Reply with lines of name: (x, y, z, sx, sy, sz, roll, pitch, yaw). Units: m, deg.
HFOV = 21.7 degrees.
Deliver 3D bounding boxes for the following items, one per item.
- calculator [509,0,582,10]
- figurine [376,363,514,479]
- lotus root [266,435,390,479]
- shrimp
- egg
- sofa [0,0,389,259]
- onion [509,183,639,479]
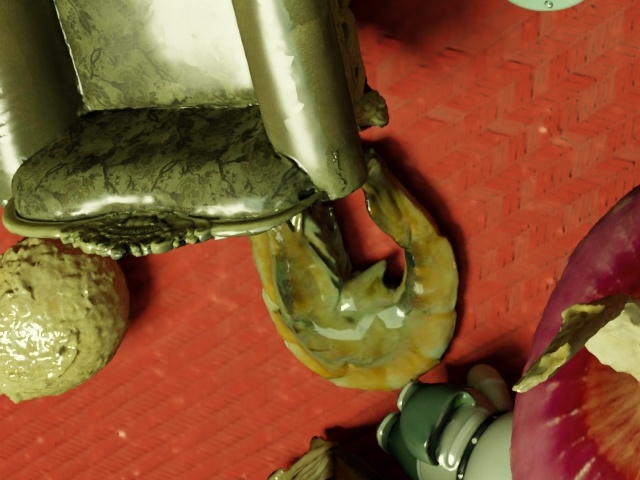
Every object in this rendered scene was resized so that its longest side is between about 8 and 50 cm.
calculator: (0.124, -0.206, 0.980, 0.095, 0.021, 0.153, 0, 122, 25)
figurine: (0.127, 0.152, 1.115, 0.192, 0.147, 0.126, 19, 152, 43)
lotus root: (-0.081, 0.306, 1.178, 0.111, 0.375, 0.390, 45, 143, -3)
shrimp: (0.016, 0.001, 1.135, 0.145, 0.059, 0.254, -2, 119, 23)
egg: (-0.200, 0.053, 1.231, 0.118, 0.116, 0.140, 41, 103, 24)
sofa: (-0.103, -0.118, 0.992, 0.258, 0.182, 0.200, 0, 117, 25)
onion: (0.256, 0.081, 0.886, 0.358, 0.358, 0.345, -13, 122, 30)
